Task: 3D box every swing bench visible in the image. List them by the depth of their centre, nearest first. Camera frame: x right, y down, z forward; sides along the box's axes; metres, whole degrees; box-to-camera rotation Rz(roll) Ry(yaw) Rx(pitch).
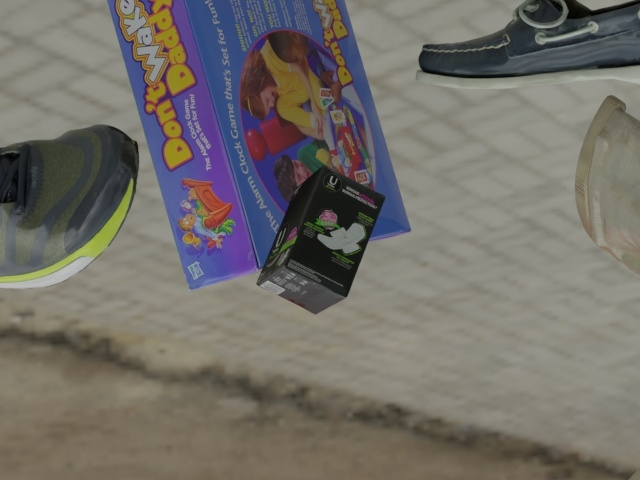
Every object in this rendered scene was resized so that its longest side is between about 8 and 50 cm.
[{"bbox_3d":[0.388,0.005,1.474,0.255,0.253,0.165,5,116,-32],"label":"swing bench"}]

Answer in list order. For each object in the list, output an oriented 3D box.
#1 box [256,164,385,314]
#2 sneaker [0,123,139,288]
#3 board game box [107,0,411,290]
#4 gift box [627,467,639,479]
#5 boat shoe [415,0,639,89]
[{"bbox_3d":[0.000,0.000,1.151,0.052,0.083,0.062,28,158,-13],"label":"box"},{"bbox_3d":[-0.268,-0.025,1.179,0.300,0.111,0.121,-15,148,22],"label":"sneaker"},{"bbox_3d":[-0.059,-0.149,1.391,0.078,0.347,0.233,-17,178,35],"label":"board game box"},{"bbox_3d":[0.298,0.186,0.831,0.258,0.276,0.255,-43,-175,-17],"label":"gift box"},{"bbox_3d":[0.192,-0.158,1.249,0.255,0.079,0.095,-1,-165,28],"label":"boat shoe"}]
